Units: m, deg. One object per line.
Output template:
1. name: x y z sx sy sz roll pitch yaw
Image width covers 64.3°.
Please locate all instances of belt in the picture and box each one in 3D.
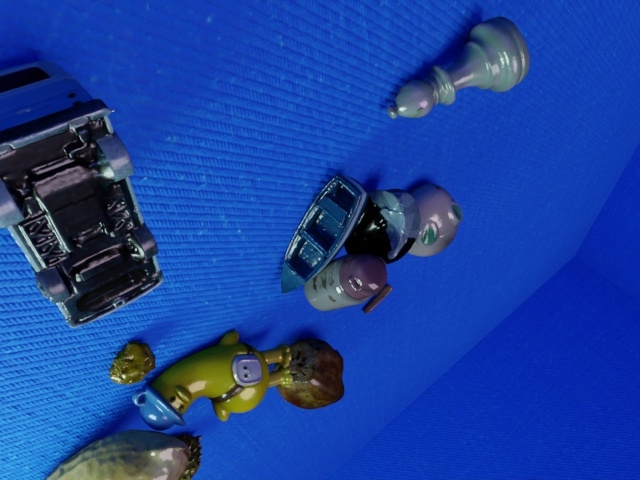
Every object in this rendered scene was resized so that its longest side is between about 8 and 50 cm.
1. belt: 0.135 -0.027 1.116 0.078 0.151 0.198 -10 142 -44

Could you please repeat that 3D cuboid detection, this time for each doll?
1. doll: -0.227 0.301 1.112 0.363 0.145 0.199 -4 91 -38

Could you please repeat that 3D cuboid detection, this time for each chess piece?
1. chess piece: 0.245 -0.303 0.970 0.272 0.139 0.139 -29 149 -5

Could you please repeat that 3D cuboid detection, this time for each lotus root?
1. lotus root: -0.021 0.368 1.412 0.193 0.193 0.291 -42 148 -6

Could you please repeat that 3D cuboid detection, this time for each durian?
1. durian: -0.394 0.559 1.237 0.252 0.144 0.139 -38 172 -23

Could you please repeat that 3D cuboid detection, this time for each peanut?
1. peanut: -0.420 0.480 0.995 0.340 0.174 0.158 -38 -172 15

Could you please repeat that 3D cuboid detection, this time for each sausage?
1. sausage: 0.174 0.180 1.552 0.116 0.026 0.026 -46 150 2

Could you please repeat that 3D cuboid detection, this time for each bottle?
1. bottle: 0.056 0.088 1.100 0.110 0.109 0.233 -27 179 -29

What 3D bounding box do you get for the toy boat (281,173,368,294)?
1. toy boat: 0.000 0.000 1.047 0.062 0.096 0.299 -17 145 -55

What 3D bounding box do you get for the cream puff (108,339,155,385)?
1. cream puff: -0.342 0.228 0.928 0.083 0.058 0.083 -20 140 -35

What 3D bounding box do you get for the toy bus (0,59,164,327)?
1. toy bus: -0.280 -0.046 0.559 0.133 0.165 0.271 -29 147 -25

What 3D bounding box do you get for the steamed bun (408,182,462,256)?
1. steamed bun: 0.278 -0.042 1.303 0.177 0.130 0.228 -36 151 -14
